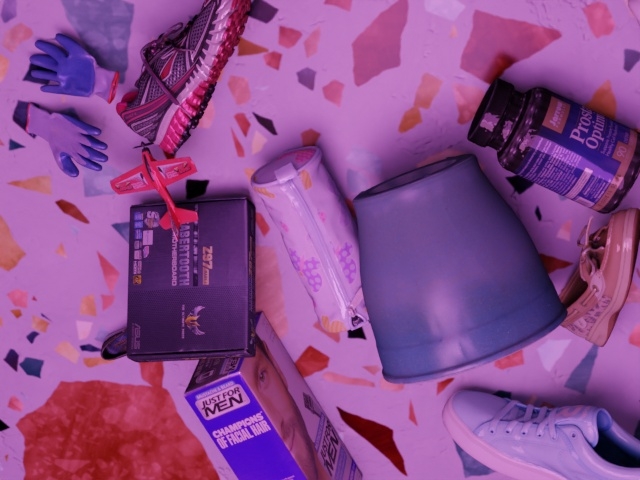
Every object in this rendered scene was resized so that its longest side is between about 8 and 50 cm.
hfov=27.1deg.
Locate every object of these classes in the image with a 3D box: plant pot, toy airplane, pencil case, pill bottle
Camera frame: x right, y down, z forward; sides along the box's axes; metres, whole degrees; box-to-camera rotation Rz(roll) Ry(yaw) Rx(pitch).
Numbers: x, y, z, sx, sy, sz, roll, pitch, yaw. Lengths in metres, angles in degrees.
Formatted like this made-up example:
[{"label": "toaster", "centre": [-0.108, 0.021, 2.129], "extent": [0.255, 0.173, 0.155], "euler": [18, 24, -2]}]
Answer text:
[{"label": "plant pot", "centre": [0.169, 0.027, 1.831], "extent": [0.271, 0.271, 0.255], "euler": [-19, 97, 18]}, {"label": "toy airplane", "centre": [-0.224, -0.073, 1.896], "extent": [0.151, 0.028, 0.151], "euler": [10, 115, 22]}, {"label": "pencil case", "centre": [0.000, 0.000, 1.913], "extent": [0.113, 0.124, 0.273], "euler": [-19, 110, 18]}, {"label": "pill bottle", "centre": [0.316, -0.132, 1.794], "extent": [0.219, 0.123, 0.123], "euler": [24, 117, -3]}]

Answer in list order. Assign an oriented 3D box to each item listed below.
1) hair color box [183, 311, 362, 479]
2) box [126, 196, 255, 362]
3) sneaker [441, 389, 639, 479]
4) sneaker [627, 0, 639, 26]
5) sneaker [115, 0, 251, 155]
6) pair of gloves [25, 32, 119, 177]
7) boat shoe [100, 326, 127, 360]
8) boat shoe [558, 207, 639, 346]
[{"label": "hair color box", "centre": [-0.065, 0.302, 2.037], "extent": [0.110, 0.185, 0.339], "euler": [-25, 110, 20]}, {"label": "box", "centre": [-0.187, 0.058, 1.938], "extent": [0.183, 0.059, 0.233], "euler": [-3, 76, 11]}, {"label": "sneaker", "centre": [0.358, 0.283, 1.951], "extent": [0.365, 0.135, 0.150], "euler": [24, 121, 19]}, {"label": "sneaker", "centre": [0.482, -0.200, 1.746], "extent": [0.129, 0.111, 0.297], "euler": [-30, 107, 27]}, {"label": "sneaker", "centre": [-0.186, -0.255, 1.822], "extent": [0.112, 0.121, 0.299], "euler": [30, 118, -2]}, {"label": "pair of gloves", "centre": [-0.361, -0.191, 1.907], "extent": [0.159, 0.023, 0.198], "euler": [26, 116, 24]}, {"label": "boat shoe", "centre": [-0.285, 0.150, 2.080], "extent": [0.142, 0.040, 0.049], "euler": [-29, 108, 21]}, {"label": "boat shoe", "centre": [0.381, 0.052, 1.840], "extent": [0.089, 0.105, 0.285], "euler": [16, 144, 10]}]
